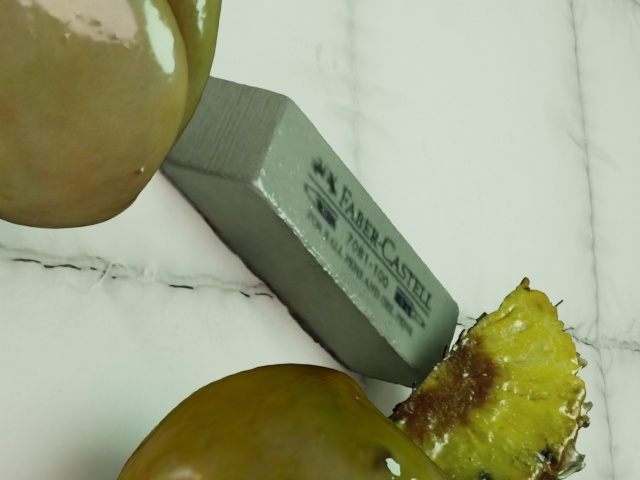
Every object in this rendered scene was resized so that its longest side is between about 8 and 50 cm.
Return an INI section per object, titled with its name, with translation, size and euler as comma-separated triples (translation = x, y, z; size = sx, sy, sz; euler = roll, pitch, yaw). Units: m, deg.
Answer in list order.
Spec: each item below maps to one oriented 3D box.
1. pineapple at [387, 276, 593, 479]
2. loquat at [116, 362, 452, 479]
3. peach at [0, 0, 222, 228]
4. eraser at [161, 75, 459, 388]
[pineapple]
translation = 0.143, 0.201, 1.259
size = 0.334, 0.161, 0.158
euler = -41, 155, -44
[loquat]
translation = -0.019, 0.232, 1.007
size = 0.276, 0.284, 0.276
euler = -17, 123, -29
[peach]
translation = -0.193, -0.150, 0.925
size = 0.292, 0.248, 0.292
euler = 5, 90, -77
[eraser]
translation = 0.001, 0.000, 1.263
size = 0.352, 0.077, 0.111
euler = 49, 47, -33
